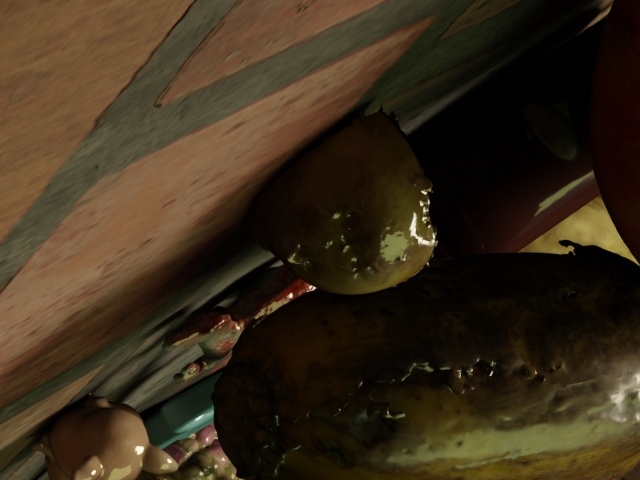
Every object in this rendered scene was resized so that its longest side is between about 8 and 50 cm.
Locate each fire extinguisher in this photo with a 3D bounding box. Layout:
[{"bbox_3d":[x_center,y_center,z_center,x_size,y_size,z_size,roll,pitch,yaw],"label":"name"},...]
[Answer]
[{"bbox_3d":[0.180,-0.088,1.469,0.337,0.135,0.114,-34,-147,-13],"label":"fire extinguisher"}]

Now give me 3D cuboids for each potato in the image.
[{"bbox_3d":[0.000,0.000,1.216,0.089,0.100,0.172,-26,172,-33],"label":"potato"}]

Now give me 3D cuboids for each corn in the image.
[{"bbox_3d":[-0.099,0.192,1.926,0.126,0.126,0.335,-41,178,30],"label":"corn"}]

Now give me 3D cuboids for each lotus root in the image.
[{"bbox_3d":[0.115,0.100,1.335,0.397,0.179,0.196,-4,161,-30],"label":"lotus root"}]

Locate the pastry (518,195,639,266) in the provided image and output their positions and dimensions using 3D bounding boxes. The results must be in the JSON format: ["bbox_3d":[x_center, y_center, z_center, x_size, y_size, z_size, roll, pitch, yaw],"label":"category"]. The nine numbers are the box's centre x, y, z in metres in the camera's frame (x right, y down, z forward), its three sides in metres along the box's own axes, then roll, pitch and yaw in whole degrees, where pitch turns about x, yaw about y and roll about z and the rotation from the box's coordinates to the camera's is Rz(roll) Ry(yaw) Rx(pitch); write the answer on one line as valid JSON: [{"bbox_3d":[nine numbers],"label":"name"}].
[{"bbox_3d":[0.238,0.117,2.269,0.388,0.312,0.388,-36,169,-8],"label":"pastry"}]

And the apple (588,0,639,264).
[{"bbox_3d":[0.371,-0.096,1.300,0.364,0.364,0.364,-36,173,-5],"label":"apple"}]

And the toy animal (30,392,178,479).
[{"bbox_3d":[-0.175,0.169,1.507,0.083,0.089,0.150,-38,-177,-17],"label":"toy animal"}]

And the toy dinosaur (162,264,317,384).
[{"bbox_3d":[-0.021,0.041,1.513,0.242,0.053,0.167,-27,169,-13],"label":"toy dinosaur"}]

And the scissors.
[{"bbox_3d":[-0.156,0.176,1.662,0.447,0.029,0.192,-31,173,39],"label":"scissors"}]
